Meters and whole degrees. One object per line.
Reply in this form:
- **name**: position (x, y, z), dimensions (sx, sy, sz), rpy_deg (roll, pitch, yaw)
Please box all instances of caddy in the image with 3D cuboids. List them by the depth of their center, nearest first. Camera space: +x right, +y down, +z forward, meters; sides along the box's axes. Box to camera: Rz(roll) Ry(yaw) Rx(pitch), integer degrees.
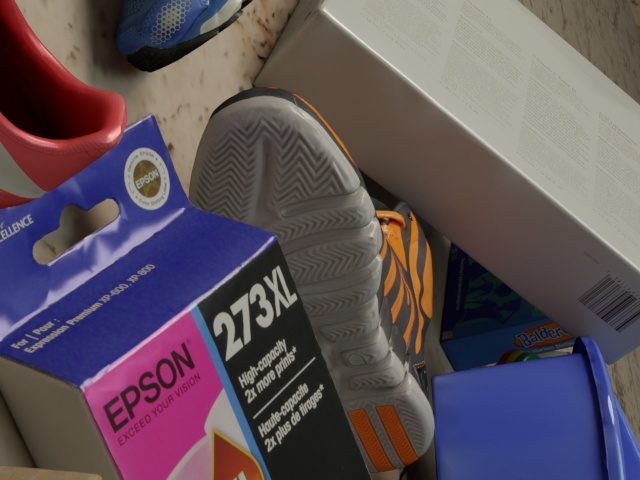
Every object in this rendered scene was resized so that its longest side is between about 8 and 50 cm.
- **caddy**: position (0.181, 0.244, 0.987), dimensions (0.241, 0.179, 0.341), rpy_deg (72, 15, -70)

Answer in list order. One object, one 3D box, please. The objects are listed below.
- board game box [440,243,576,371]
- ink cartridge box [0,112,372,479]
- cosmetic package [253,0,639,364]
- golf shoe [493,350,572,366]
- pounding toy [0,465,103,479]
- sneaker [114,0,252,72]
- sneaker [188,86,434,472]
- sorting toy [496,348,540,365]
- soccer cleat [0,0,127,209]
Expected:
- **board game box**: position (0.227, 0.037, 1.269), dimensions (0.047, 0.210, 0.160), rpy_deg (60, 27, -33)
- **ink cartridge box**: position (-0.055, 0.126, 0.705), dimensions (0.176, 0.069, 0.371), rpy_deg (-39, 111, -49)
- **cosmetic package**: position (0.146, -0.108, 1.114), dimensions (0.377, 0.097, 0.284), rpy_deg (38, 36, -11)
- **golf shoe**: position (0.251, 0.243, 1.321), dimensions (0.105, 0.120, 0.273), rpy_deg (-44, 118, -66)
- **pounding toy**: position (-0.148, 0.163, 0.495), dimensions (0.141, 0.100, 0.130), rpy_deg (-56, 142, -58)
- **sneaker**: position (-0.107, -0.264, 0.824), dimensions (0.147, 0.129, 0.330), rpy_deg (14, 69, -35)
- **sneaker**: position (0.000, 0.000, 0.911), dimensions (0.180, 0.124, 0.321), rpy_deg (-83, 160, -50)
- **sorting toy**: position (0.197, 0.229, 1.228), dimensions (0.132, 0.046, 0.275), rpy_deg (-8, 104, -46)
- **soccer cleat**: position (-0.197, -0.133, 0.505), dimensions (0.318, 0.116, 0.109), rpy_deg (57, 29, -37)
